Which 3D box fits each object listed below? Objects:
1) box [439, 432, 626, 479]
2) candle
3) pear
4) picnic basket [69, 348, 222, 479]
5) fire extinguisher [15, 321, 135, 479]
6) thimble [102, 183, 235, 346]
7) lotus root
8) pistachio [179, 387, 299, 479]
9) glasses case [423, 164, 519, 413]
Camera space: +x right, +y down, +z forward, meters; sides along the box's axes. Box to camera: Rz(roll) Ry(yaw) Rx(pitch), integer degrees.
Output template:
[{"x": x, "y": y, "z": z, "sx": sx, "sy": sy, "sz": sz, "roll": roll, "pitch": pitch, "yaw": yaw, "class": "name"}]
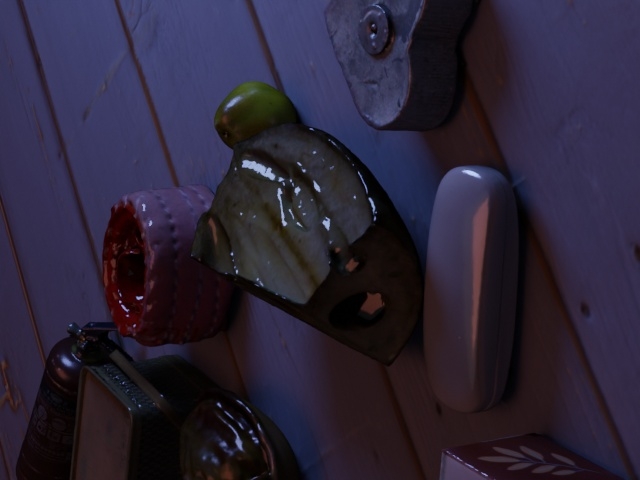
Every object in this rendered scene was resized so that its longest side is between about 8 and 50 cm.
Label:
[{"x": 0.243, "y": 0.389, "z": 1.213, "sx": 0.385, "sy": 0.122, "sz": 0.344, "roll": 24, "pitch": 114, "yaw": 53, "class": "box"}, {"x": 0.074, "y": -0.208, "z": 1.443, "sx": 0.168, "sy": 0.068, "sz": 0.192, "roll": 30, "pitch": 115, "yaw": 53, "class": "candle"}, {"x": -0.075, "y": -0.132, "z": 1.649, "sx": 0.092, "sy": 0.097, "sz": 0.092, "roll": -2, "pitch": 87, "yaw": 60, "class": "pear"}, {"x": -0.223, "y": 0.282, "z": 1.889, "sx": 0.165, "sy": 0.139, "sz": 0.266, "roll": 31, "pitch": 119, "yaw": 51, "class": "picnic basket"}, {"x": -0.338, "y": 0.230, "z": 2.108, "sx": 0.138, "sy": 0.102, "sz": 0.344, "roll": 32, "pitch": 126, "yaw": 12, "class": "fire extinguisher"}, {"x": -0.186, "y": 0.026, "z": 1.815, "sx": 0.163, "sy": 0.125, "sz": 0.189, "roll": 27, "pitch": 116, "yaw": 55, "class": "thimble"}, {"x": 0.003, "y": 0.004, "z": 1.529, "sx": 0.210, "sy": 0.142, "sz": 0.314, "roll": -60, "pitch": 35, "yaw": 10, "class": "lotus root"}, {"x": -0.104, "y": 0.255, "z": 1.719, "sx": 0.210, "sy": 0.131, "sz": 0.165, "roll": -133, "pitch": 45, "yaw": -54, "class": "pistachio"}, {"x": 0.140, "y": 0.046, "z": 1.381, "sx": 0.092, "sy": 0.059, "sz": 0.233, "roll": 15, "pitch": 106, "yaw": 53, "class": "glasses case"}]
